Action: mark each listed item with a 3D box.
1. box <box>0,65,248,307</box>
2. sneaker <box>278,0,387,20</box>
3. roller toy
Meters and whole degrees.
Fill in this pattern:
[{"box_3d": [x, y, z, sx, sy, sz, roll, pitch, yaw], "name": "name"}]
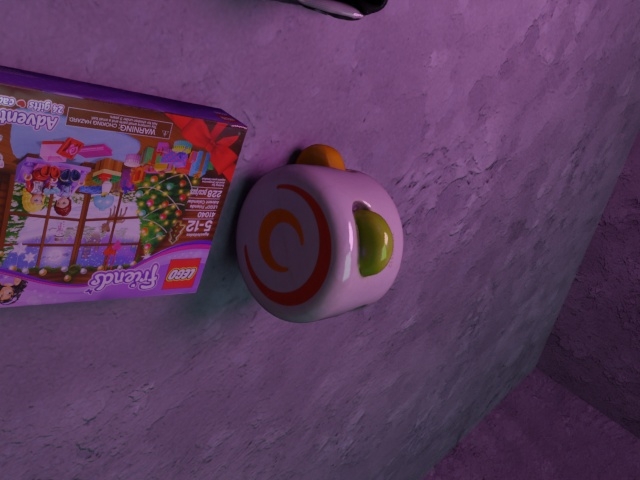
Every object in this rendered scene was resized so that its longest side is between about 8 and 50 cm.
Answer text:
[{"box_3d": [-0.222, -0.040, 0.526, 0.293, 0.057, 0.201, -1, 120, -45], "name": "box"}, {"box_3d": [0.037, -0.265, 0.598, 0.228, 0.132, 0.086, -23, 135, -38], "name": "sneaker"}, {"box_3d": [0.000, 0.000, 0.734, 0.146, 0.209, 0.191, -5, 135, -50], "name": "roller toy"}]
